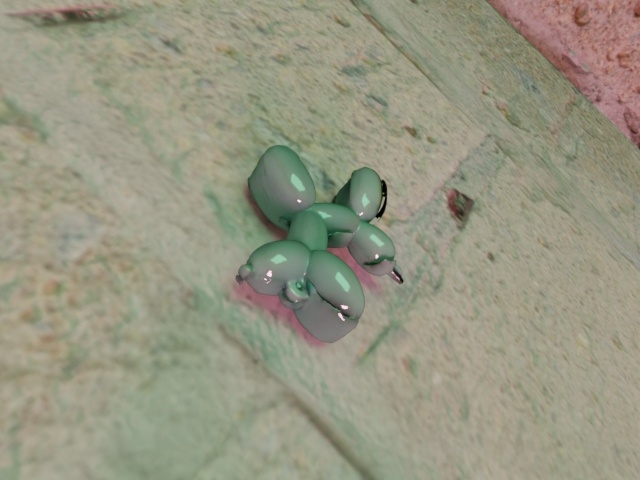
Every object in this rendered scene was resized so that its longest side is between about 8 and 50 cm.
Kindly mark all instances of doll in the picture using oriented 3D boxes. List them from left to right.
[{"bbox_3d":[0.000,0.000,0.369,0.159,0.059,0.158,3,55,-37],"label":"doll"}]
